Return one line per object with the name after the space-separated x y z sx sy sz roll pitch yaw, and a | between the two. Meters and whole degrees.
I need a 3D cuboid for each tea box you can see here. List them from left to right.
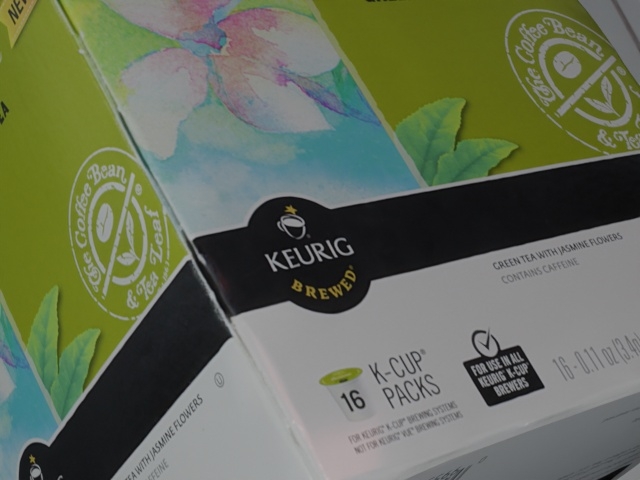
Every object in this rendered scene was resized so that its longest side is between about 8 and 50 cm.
0.000 0.000 0.688 0.329 0.220 0.323 -12 62 -41 | tea box
